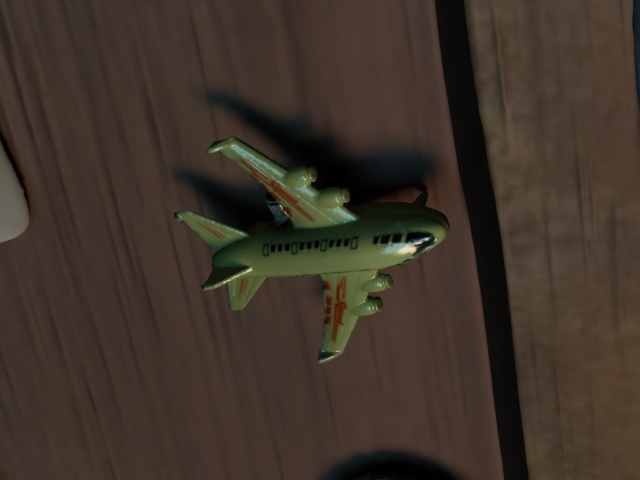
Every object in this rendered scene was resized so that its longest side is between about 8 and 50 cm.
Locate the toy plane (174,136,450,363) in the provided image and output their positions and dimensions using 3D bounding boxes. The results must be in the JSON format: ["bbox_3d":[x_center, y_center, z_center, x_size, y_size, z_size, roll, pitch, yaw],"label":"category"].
[{"bbox_3d":[0.000,0.000,0.718,0.111,0.040,0.102,-12,124,28],"label":"toy plane"}]

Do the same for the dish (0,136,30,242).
[{"bbox_3d":[-0.237,-0.076,0.726,0.182,0.080,0.243,-2,128,23],"label":"dish"}]

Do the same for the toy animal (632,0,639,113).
[{"bbox_3d":[0.182,-0.157,0.382,0.284,0.225,0.302,-21,90,58],"label":"toy animal"}]

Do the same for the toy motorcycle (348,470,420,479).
[{"bbox_3d":[0.061,0.247,0.819,0.171,0.089,0.298,-34,79,31],"label":"toy motorcycle"}]
